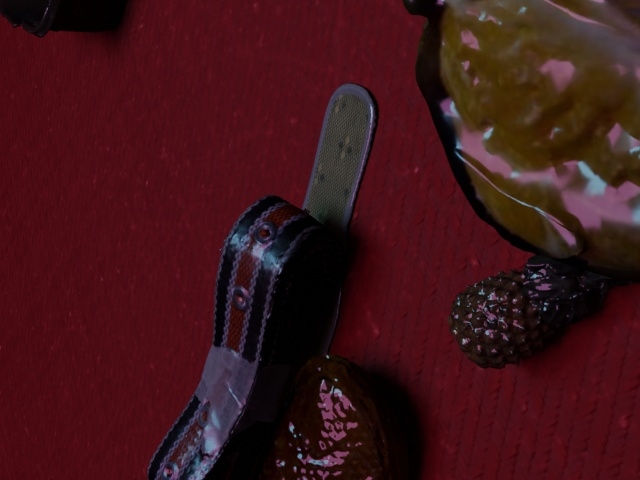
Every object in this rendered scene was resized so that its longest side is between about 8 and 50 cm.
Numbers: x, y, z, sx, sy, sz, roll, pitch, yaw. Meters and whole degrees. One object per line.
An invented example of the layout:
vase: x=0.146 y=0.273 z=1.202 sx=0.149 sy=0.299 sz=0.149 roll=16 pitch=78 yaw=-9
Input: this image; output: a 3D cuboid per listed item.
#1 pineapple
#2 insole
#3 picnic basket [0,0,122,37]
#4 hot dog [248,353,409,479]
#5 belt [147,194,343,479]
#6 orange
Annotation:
pineapple: x=0.169 y=0.038 z=0.654 sx=0.159 sy=0.074 sz=0.074 roll=-37 pitch=60 yaw=38
insole: x=0.000 y=0.000 z=0.912 sx=0.109 sy=0.007 sz=0.322 roll=29 pitch=111 yaw=47
picnic basket: x=-0.343 y=-0.433 z=1.261 sx=0.222 sy=0.129 sz=0.297 roll=36 pitch=115 yaw=45
hot dog: x=0.000 y=0.211 z=0.825 sx=0.160 sy=0.099 sz=0.227 roll=44 pitch=120 yaw=43
belt: x=-0.074 y=0.133 z=0.896 sx=0.094 sy=0.126 sz=0.360 roll=35 pitch=116 yaw=44
orange: x=0.199 y=-0.147 z=0.489 sx=0.270 sy=0.210 sz=0.369 roll=29 pitch=136 yaw=40
